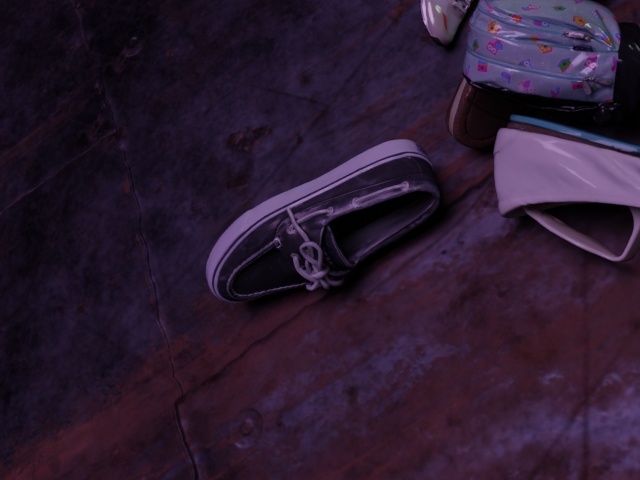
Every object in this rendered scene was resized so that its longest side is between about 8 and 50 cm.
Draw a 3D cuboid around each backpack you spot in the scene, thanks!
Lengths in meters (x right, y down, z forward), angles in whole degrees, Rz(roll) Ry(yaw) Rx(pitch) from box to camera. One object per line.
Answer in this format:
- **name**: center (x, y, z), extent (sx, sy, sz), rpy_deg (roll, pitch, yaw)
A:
- **backpack**: center (0.241, -0.196, 1.169), extent (0.182, 0.152, 0.115), rpy_deg (11, 109, 7)

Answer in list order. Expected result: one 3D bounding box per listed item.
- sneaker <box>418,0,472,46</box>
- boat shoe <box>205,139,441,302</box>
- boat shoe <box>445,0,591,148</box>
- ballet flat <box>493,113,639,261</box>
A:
- **sneaker**: center (0.172, -0.315, 1.371), extent (0.075, 0.057, 0.161), rpy_deg (-4, 64, 38)
- **boat shoe**: center (0.002, 0.002, 1.303), extent (0.306, 0.113, 0.105), rpy_deg (-27, 41, 10)
- **boat shoe**: center (0.223, -0.223, 1.289), extent (0.257, 0.095, 0.095), rpy_deg (-55, 26, 3)
- **ballet flat**: center (0.340, -0.034, 1.102), extent (0.400, 0.139, 0.139), rpy_deg (16, 78, 42)
